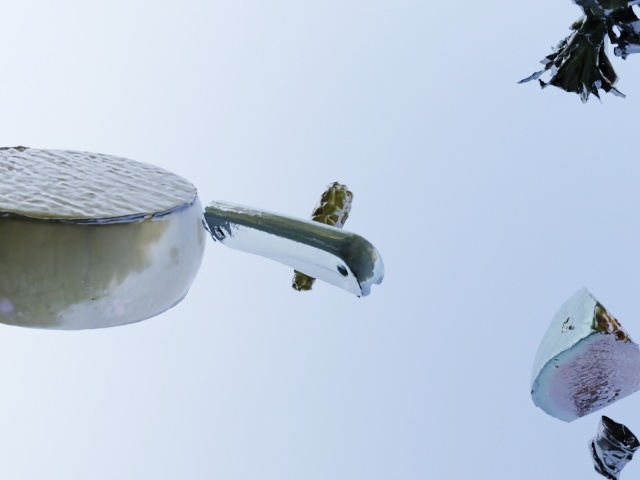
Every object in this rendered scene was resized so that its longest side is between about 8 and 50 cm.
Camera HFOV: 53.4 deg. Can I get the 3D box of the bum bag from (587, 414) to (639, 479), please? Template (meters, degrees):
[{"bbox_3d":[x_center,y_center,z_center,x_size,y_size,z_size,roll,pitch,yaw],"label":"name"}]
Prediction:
[{"bbox_3d":[0.370,0.264,0.809,0.034,0.124,0.058,-25,-128,-18],"label":"bum bag"}]

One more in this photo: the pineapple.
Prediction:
[{"bbox_3d":[0.255,-0.233,0.531,0.125,0.251,0.125,6,-146,-4],"label":"pineapple"}]

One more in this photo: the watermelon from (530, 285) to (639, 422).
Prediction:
[{"bbox_3d":[0.316,0.149,0.803,0.146,0.231,0.128,-42,-139,14],"label":"watermelon"}]

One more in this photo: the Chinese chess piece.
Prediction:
[{"bbox_3d":[-0.250,-0.014,0.639,0.270,0.270,0.112,15,-71,12],"label":"Chinese chess piece"}]

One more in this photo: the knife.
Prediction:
[{"bbox_3d":[-0.022,0.003,0.403,0.023,0.044,0.162,-43,-145,-25],"label":"knife"}]

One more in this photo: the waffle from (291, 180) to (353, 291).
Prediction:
[{"bbox_3d":[-0.003,-0.002,0.928,0.051,0.194,0.149,27,-126,4],"label":"waffle"}]
